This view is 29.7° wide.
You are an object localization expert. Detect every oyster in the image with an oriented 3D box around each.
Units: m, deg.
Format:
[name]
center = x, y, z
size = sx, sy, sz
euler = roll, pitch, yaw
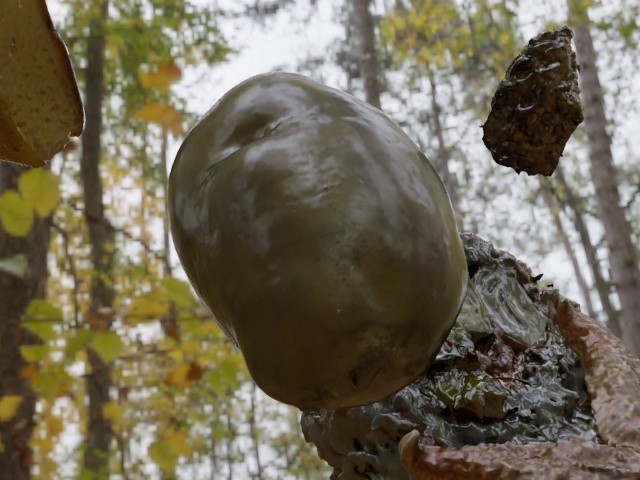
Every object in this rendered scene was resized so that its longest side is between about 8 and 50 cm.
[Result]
[oyster]
center = 0.255, -0.162, 1.391
size = 0.105, 0.177, 0.056
euler = 28, 5, 7

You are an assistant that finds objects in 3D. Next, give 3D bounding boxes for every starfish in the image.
[starfish]
center = 0.234, 0.186, 0.842
size = 0.375, 0.327, 0.094
euler = -41, -14, -37

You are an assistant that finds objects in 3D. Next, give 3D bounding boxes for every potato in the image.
[potato]
center = 0.000, 0.000, 1.114
size = 0.243, 0.326, 0.221
euler = -22, -34, -23

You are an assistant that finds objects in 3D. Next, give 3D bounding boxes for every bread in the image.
[bread]
center = -0.495, -0.279, 1.655
size = 0.333, 0.143, 0.323
euler = 17, -44, 41

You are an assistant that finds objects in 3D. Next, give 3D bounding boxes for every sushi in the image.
[sushi]
center = 0.159, 0.148, 1.397
size = 0.418, 0.417, 0.176
euler = 3, -42, -21
